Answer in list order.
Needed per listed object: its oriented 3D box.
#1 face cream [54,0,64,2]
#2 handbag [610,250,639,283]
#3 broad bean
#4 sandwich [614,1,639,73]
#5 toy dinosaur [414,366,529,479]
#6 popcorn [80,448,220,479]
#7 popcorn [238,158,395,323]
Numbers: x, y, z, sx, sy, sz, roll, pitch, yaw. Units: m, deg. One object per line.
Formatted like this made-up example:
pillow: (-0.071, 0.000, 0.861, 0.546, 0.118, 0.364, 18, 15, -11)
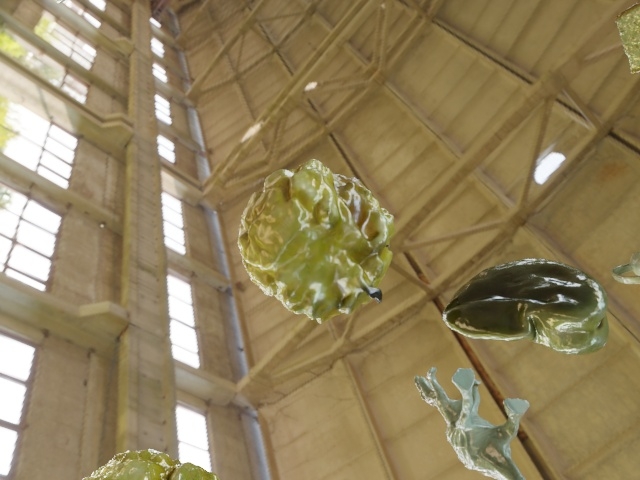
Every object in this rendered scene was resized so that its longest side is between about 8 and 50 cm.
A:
face cream: (-0.345, -0.380, 0.589, 0.092, 0.311, 0.092, -27, -142, 24)
handbag: (0.694, 0.053, 1.215, 0.219, 0.079, 0.256, -15, 179, 8)
broad bean: (0.262, 0.080, 0.793, 0.207, 0.072, 0.153, 9, -143, 36)
sandwich: (0.691, -0.427, 1.215, 0.236, 0.122, 0.128, -27, -177, -39)
toy dinosaur: (0.253, 0.298, 0.921, 0.393, 0.092, 0.205, -126, -152, -45)
popcorn: (-0.151, 0.319, 0.608, 0.255, 0.256, 0.195, 6, -144, 47)
popcorn: (-0.001, 0.007, 0.924, 0.249, 0.249, 0.225, -51, -143, 8)
